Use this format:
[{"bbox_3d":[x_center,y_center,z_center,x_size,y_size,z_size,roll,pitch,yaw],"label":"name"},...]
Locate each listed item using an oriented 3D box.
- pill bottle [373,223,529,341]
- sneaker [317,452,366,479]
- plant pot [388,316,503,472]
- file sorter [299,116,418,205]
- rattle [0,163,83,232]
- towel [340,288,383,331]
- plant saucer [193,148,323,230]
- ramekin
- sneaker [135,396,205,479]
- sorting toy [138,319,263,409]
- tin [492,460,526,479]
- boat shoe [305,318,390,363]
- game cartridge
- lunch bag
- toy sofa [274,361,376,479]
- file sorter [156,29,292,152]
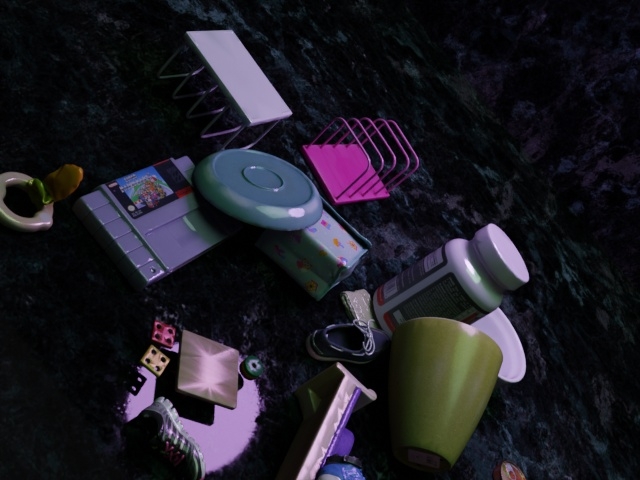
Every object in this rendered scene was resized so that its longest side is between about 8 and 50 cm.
[{"bbox_3d":[0.332,0.126,1.912,0.210,0.363,0.210,41,28,-28],"label":"pill bottle"},{"bbox_3d":[0.073,0.432,1.331,0.152,0.058,0.084,20,37,4],"label":"sneaker"},{"bbox_3d":[0.269,0.377,1.748,0.274,0.275,0.294,36,52,-20],"label":"plant pot"},{"bbox_3d":[0.128,-0.247,2.216,0.290,0.182,0.202,-11,66,-52],"label":"file sorter"},{"bbox_3d":[-0.557,-0.095,1.343,0.199,0.142,0.130,24,60,-42],"label":"rattle"},{"bbox_3d":[0.115,0.193,1.923,0.110,0.027,0.148,-3,60,-51],"label":"towel"},{"bbox_3d":[-0.138,-0.132,1.747,0.317,0.044,0.318,17,31,-11],"label":"plant saucer"},{"bbox_3d":[0.434,0.295,2.088,0.277,0.135,0.277,31,39,-29],"label":"ramekin"},{"bbox_3d":[-0.267,0.358,1.305,0.075,0.063,0.170,-12,63,-53],"label":"sneaker"},{"bbox_3d":[-0.235,0.256,1.450,0.274,0.046,0.132,27,40,-31],"label":"sorting toy"},{"bbox_3d":[0.501,0.662,1.910,0.106,0.040,0.190,19,44,-43],"label":"tin"},{"bbox_3d":[0.082,0.238,1.785,0.254,0.079,0.095,10,56,-38],"label":"boat shoe"},{"bbox_3d":[-0.340,-0.053,1.616,0.230,0.068,0.355,55,34,-1],"label":"game cartridge"},{"bbox_3d":[0.000,0.000,1.859,0.223,0.160,0.262,43,28,6],"label":"lunch bag"},{"bbox_3d":[-0.001,0.429,1.460,0.177,0.150,0.362,44,35,-8],"label":"toy sofa"},{"bbox_3d":[-0.252,-0.374,1.914,0.278,0.173,0.193,54,33,5],"label":"file sorter"}]
